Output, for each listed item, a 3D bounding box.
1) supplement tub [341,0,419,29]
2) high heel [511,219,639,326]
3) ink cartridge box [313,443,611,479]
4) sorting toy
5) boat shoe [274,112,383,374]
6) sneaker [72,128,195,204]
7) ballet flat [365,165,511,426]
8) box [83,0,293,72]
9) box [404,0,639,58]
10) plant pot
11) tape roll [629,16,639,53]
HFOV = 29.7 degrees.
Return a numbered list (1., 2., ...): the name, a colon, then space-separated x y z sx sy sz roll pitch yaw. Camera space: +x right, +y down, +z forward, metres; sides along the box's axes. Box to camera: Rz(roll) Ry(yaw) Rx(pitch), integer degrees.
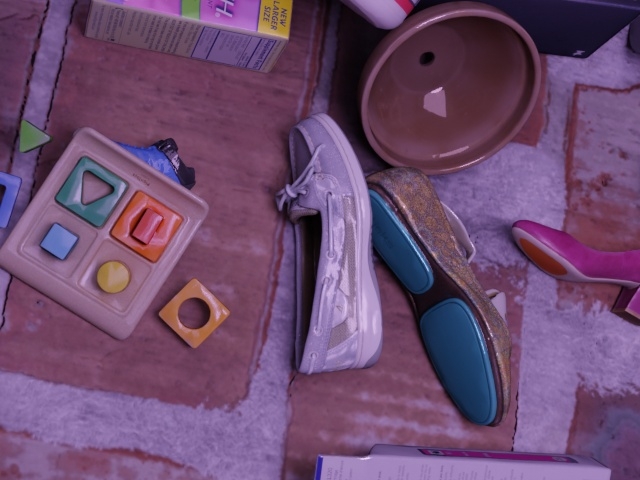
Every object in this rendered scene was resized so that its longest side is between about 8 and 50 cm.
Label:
1. supplement tub: 0.094 -0.402 1.399 0.191 0.191 0.272 39 97 -4
2. high heel: 0.365 0.009 1.581 0.244 0.082 0.117 30 77 -11
3. ink cartridge box: 0.157 0.338 1.428 0.371 0.069 0.175 6 96 -17
4. sorting toy: -0.251 -0.006 1.399 0.348 0.047 0.196 33 90 -6
5. boat shoe: -0.001 0.002 1.467 0.103 0.118 0.320 -6 85 -22
6. sneaker: -0.220 -0.100 1.458 0.152 0.058 0.084 39 67 -1
7. ballet flat: 0.165 0.059 1.505 0.123 0.123 0.348 -28 86 -20
8. box: -0.156 -0.348 1.505 0.243 0.117 0.213 10 74 -14
9. box: 0.260 -0.422 1.609 0.296 0.183 0.293 4 77 -14
10. plant pot: 0.150 -0.209 1.536 0.238 0.237 0.109 -4 38 -17
11. tape roll: 0.511 -0.341 1.639 0.072 0.219 0.219 22 72 -10
